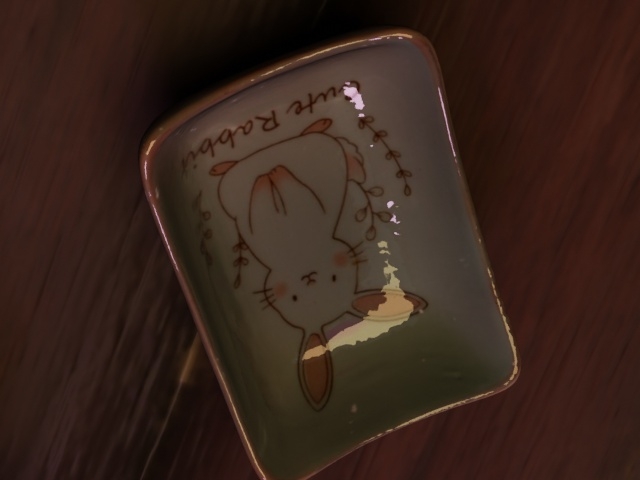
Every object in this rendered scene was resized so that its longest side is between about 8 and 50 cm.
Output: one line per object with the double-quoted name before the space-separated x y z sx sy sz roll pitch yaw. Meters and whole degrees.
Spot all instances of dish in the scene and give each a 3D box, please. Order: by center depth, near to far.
"dish" 0.000 0.000 0.868 0.151 0.077 0.212 -24 118 -10
